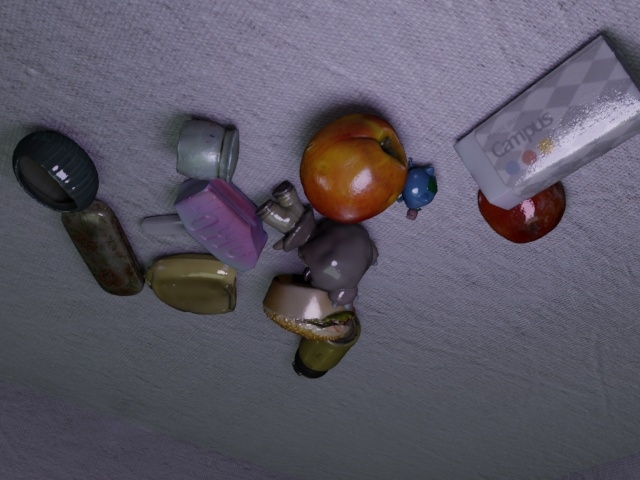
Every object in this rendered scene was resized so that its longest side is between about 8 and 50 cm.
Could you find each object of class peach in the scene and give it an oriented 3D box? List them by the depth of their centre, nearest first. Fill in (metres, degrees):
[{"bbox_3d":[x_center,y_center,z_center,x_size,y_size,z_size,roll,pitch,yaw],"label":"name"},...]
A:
[{"bbox_3d":[0.072,-0.168,1.388,0.280,0.238,0.281,0,149,0],"label":"peach"}]

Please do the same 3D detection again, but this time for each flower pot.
[{"bbox_3d":[-0.717,-0.186,1.571,0.189,0.157,0.243,-9,137,22],"label":"flower pot"}]

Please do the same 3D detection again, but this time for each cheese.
[{"bbox_3d":[-0.429,0.142,1.922,0.315,0.128,0.260,3,131,-2],"label":"cheese"}]

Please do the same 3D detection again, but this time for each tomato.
[{"bbox_3d":[0.527,-0.077,1.483,0.233,0.140,0.200,32,128,-23],"label":"tomato"}]

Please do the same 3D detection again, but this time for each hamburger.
[{"bbox_3d":[-0.035,0.207,1.797,0.302,0.302,0.170,8,94,-1],"label":"hamburger"}]

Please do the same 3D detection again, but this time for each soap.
[{"bbox_3d":[-0.278,-0.049,1.685,0.192,0.109,0.324,-20,132,30],"label":"soap"}]

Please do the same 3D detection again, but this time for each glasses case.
[{"bbox_3d":[-0.474,-0.046,1.772,0.164,0.041,0.063,-4,139,14],"label":"glasses case"},{"bbox_3d":[-0.691,0.034,1.859,0.156,0.098,0.425,-1,138,5],"label":"glasses case"}]

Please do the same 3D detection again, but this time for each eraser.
[{"bbox_3d":[0.516,-0.244,1.296,0.397,0.082,0.213,-36,83,39],"label":"eraser"}]

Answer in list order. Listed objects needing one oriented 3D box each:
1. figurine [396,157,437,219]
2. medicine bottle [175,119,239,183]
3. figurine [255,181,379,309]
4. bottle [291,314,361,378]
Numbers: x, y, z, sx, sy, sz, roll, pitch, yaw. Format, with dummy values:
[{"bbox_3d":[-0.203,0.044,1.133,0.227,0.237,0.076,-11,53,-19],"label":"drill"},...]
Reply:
[{"bbox_3d":[0.223,-0.130,1.514,0.178,0.114,0.144,4,147,24],"label":"figurine"},{"bbox_3d":[-0.280,-0.224,1.457,0.143,0.147,0.147,9,139,-4],"label":"medicine bottle"},{"bbox_3d":[-0.001,-0.001,1.629,0.380,0.248,0.203,41,146,-13],"label":"figurine"},{"bbox_3d":[0.006,0.379,2.076,0.171,0.172,0.351,18,141,-10],"label":"bottle"}]
